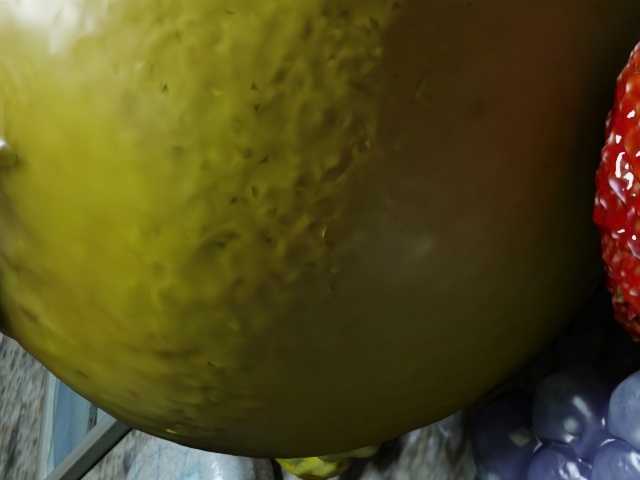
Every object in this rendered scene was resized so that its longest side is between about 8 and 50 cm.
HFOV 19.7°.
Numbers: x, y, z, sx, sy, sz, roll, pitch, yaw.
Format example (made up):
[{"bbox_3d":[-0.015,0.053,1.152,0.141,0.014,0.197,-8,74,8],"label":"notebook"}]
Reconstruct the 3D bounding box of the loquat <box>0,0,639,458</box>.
[{"bbox_3d":[-0.002,-0.090,0.717,0.328,0.359,0.328,53,162,26],"label":"loquat"}]

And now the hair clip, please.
[{"bbox_3d":[0.121,0.102,0.634,0.195,0.052,0.124,-3,100,62],"label":"hair clip"}]

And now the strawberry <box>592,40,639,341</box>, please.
[{"bbox_3d":[0.139,-0.026,0.574,0.148,0.131,0.131,-25,53,58],"label":"strawberry"}]

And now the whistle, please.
[{"bbox_3d":[-0.065,0.188,0.994,0.107,0.057,0.220,-26,55,43],"label":"whistle"}]

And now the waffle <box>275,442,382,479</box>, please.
[{"bbox_3d":[0.001,0.000,0.959,0.253,0.056,0.249,-8,68,63],"label":"waffle"}]

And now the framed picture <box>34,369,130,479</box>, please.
[{"bbox_3d":[-0.157,0.027,1.351,0.213,0.016,0.289,-44,37,50],"label":"framed picture"}]
